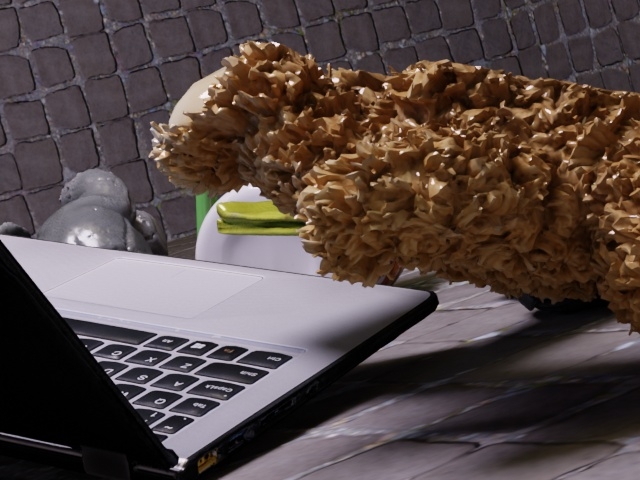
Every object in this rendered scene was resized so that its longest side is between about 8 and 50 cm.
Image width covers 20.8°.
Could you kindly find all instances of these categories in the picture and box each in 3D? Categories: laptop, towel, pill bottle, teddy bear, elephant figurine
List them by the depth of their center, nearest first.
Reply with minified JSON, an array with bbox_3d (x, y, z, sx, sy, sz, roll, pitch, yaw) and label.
[{"bbox_3d":[0.083,-0.017,0.777,0.338,0.113,0.245,11,3,17],"label":"teddy bear"},{"bbox_3d":[-0.204,-0.025,0.920,0.382,0.236,0.408,8,21,32],"label":"laptop"},{"bbox_3d":[0.065,-0.029,0.971,0.237,0.021,0.102,-11,5,-34],"label":"towel"},{"bbox_3d":[-0.221,0.068,1.268,0.239,0.186,0.169,-25,48,5],"label":"elephant figurine"},{"bbox_3d":[0.000,0.000,1.322,0.121,0.121,0.216,-14,4,22],"label":"pill bottle"}]

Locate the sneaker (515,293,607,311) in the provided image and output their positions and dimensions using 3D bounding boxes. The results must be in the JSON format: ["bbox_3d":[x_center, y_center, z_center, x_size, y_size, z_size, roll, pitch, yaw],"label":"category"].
[{"bbox_3d":[0.140,0.001,1.068,0.106,0.078,0.234,-15,5,-27],"label":"sneaker"}]

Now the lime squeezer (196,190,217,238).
[{"bbox_3d":[-0.117,0.045,1.385,0.059,0.110,0.310,-36,-15,-39],"label":"lime squeezer"}]
